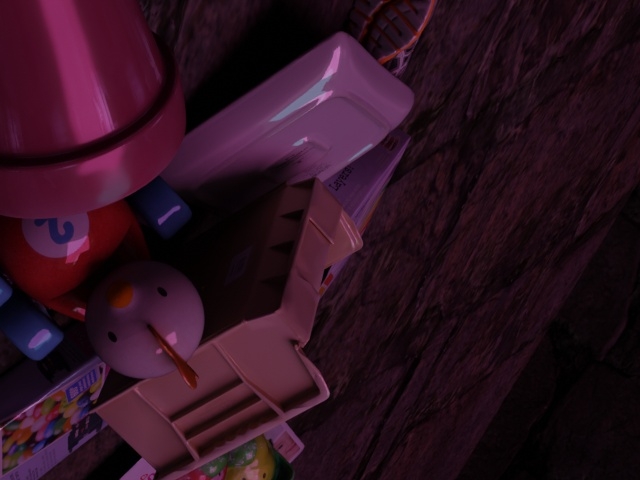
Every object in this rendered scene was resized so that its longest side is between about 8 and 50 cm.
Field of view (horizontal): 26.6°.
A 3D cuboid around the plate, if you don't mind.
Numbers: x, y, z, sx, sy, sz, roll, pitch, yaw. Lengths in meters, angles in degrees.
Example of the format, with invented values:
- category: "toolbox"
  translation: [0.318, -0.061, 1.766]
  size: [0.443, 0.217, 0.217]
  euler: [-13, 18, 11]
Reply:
- category: "plate"
  translation: [-0.037, -0.104, 1.503]
  size: [0.277, 0.045, 0.278]
  euler: [-34, 162, 12]

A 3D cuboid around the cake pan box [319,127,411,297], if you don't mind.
- category: "cake pan box"
  translation: [0.000, 0.000, 1.724]
  size: [0.267, 0.070, 0.245]
  euler: [-53, 169, -46]

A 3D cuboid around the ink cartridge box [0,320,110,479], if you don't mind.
- category: "ink cartridge box"
  translation: [-0.343, 0.217, 1.573]
  size: [0.311, 0.065, 0.186]
  euler: [-35, 156, -24]

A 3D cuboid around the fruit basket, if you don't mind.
- category: "fruit basket"
  translation: [-0.175, 0.369, 2.028]
  size: [0.327, 0.165, 0.353]
  euler: [-43, 156, -11]

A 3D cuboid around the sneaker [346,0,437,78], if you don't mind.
- category: "sneaker"
  translation: [0.076, -0.234, 1.558]
  size: [0.083, 0.084, 0.215]
  euler: [-24, 159, -45]

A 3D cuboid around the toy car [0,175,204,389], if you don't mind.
- category: "toy car"
  translation: [-0.192, 0.047, 1.281]
  size: [0.219, 0.238, 0.210]
  euler: [-44, 149, -8]

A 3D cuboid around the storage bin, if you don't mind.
- category: "storage bin"
  translation: [-0.090, 0.088, 1.459]
  size: [0.260, 0.123, 0.262]
  euler: [-30, -156, 28]

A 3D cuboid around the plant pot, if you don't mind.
- category: "plant pot"
  translation: [-0.210, -0.148, 1.021]
  size: [0.201, 0.201, 0.180]
  euler: [-35, 141, -29]
